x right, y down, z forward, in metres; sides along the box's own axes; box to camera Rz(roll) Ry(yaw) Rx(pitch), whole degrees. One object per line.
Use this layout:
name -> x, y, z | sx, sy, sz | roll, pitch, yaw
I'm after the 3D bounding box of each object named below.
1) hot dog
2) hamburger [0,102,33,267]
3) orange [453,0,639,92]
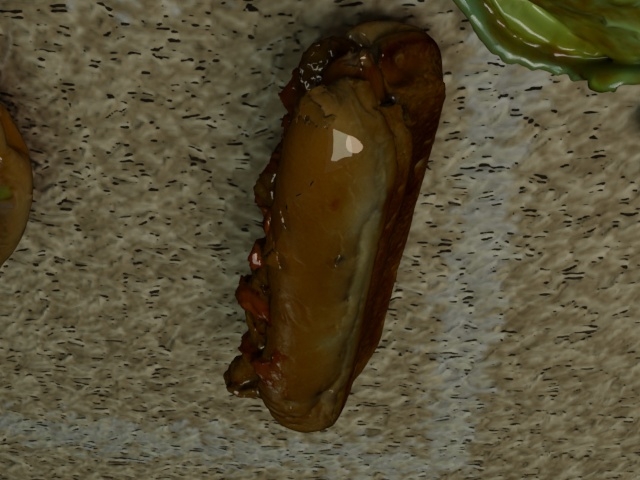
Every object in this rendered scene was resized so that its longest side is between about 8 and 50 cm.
hot dog -> 0.000, 0.000, 0.646 | 0.117, 0.158, 0.349 | 22, 133, 13
hamburger -> -0.375, -0.051, 0.637 | 0.314, 0.170, 0.290 | -23, 124, 21
orange -> 0.187, -0.185, 0.425 | 0.334, 0.196, 0.262 | 2, 147, 39
